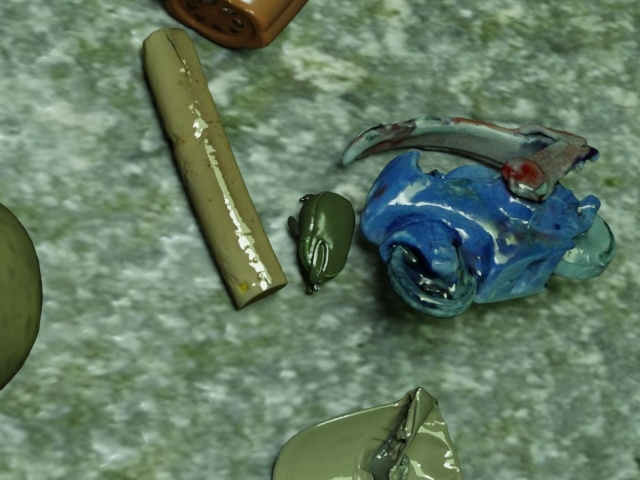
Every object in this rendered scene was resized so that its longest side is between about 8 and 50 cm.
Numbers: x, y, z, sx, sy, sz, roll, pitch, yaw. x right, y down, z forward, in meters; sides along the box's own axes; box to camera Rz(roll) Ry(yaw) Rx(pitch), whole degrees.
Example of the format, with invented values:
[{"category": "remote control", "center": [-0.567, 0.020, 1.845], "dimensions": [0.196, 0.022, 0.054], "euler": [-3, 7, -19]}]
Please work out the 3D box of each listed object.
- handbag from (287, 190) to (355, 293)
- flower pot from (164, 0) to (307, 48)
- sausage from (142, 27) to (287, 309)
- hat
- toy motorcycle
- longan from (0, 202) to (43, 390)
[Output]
[{"category": "handbag", "center": [0.000, 0.000, 1.721], "dimensions": [0.072, 0.047, 0.111], "euler": [21, 62, -27]}, {"category": "flower pot", "center": [-0.079, -0.304, 1.730], "dimensions": [0.190, 0.190, 0.173], "euler": [31, 73, -16]}, {"category": "sausage", "center": [-0.113, -0.079, 1.681], "dimensions": [0.065, 0.066, 0.301], "euler": [-17, 79, -33]}, {"category": "hat", "center": [0.050, 0.245, 1.657], "dimensions": [0.173, 0.144, 0.166], "euler": [-12, 75, 13]}, {"category": "toy motorcycle", "center": [0.157, -0.022, 1.773], "dimensions": [0.319, 0.241, 0.182], "euler": [-11, 117, -38]}, {"category": "longan", "center": [-0.353, 0.049, 1.404], "dimensions": [0.215, 0.246, 0.246], "euler": [17, 53, 26]}]
